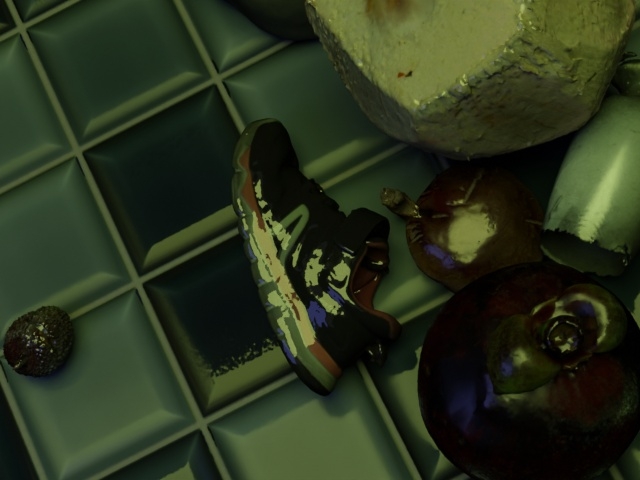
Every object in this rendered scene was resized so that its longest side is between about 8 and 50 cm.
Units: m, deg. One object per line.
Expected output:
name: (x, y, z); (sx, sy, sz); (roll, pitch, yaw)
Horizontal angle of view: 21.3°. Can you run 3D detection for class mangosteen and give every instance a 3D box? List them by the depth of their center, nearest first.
mangosteen: (0.188, 0.123, 1.529); (0.216, 0.216, 0.216); (-3, 70, 10)

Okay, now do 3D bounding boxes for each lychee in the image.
lychee: (-0.283, 0.102, 1.703); (0.067, 0.068, 0.083); (30, 54, 23)

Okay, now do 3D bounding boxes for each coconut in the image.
coconut: (0.150, -0.220, 1.614); (0.297, 0.254, 0.297); (-7, 78, 39)

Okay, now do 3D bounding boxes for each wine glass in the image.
wine glass: (0.289, -0.069, 1.628); (0.111, 0.111, 0.204); (21, 71, 17)

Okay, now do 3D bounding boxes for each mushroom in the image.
mushroom: (0.138, -0.017, 1.658); (0.170, 0.080, 0.135); (18, 65, 13)

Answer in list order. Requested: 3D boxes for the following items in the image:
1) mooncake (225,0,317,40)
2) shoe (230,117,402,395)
mooncake: (-0.021, -0.353, 1.780); (0.275, 0.135, 0.275); (-4, 73, 13)
shoe: (0.000, 0.000, 1.658); (0.137, 0.114, 0.291); (-21, 71, 9)
